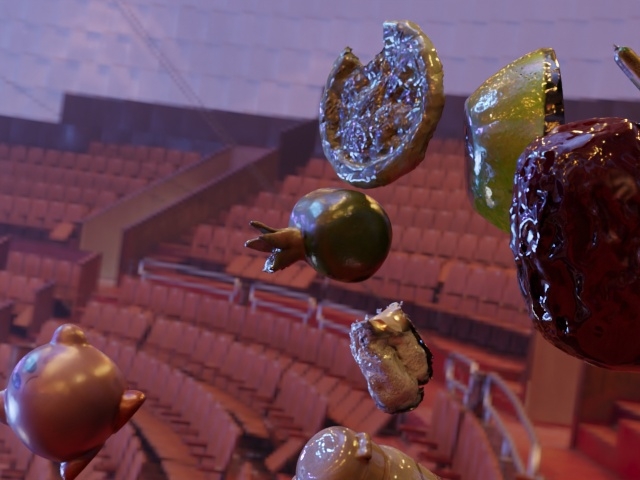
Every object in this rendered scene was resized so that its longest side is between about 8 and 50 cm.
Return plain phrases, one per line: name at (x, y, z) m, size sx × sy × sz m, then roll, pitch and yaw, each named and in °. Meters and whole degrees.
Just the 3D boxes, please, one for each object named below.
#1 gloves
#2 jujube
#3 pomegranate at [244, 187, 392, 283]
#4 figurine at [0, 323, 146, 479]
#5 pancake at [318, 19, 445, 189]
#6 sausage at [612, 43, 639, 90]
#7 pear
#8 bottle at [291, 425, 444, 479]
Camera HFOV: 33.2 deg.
gloves at (0.105, 0.174, 1.551) m, size 0.114 × 0.153 × 0.070 m, roll -22°, pitch -2°, yaw -36°
jujube at (0.399, 0.010, 1.513) m, size 0.258 × 0.377 × 0.258 m, roll -17°, pitch 17°, yaw 5°
pomegranate at (0.000, 0.000, 1.475) m, size 0.191 × 0.131 × 0.152 m, roll -17°, pitch 15°, yaw -24°
figurine at (-0.355, 0.222, 1.500) m, size 0.173 × 0.173 × 0.173 m, roll 7°, pitch -1°, yaw 0°
pancake at (0.080, -0.188, 1.501) m, size 0.037 × 0.254 × 0.253 m, roll 14°, pitch -5°, yaw -39°
sausage at (0.515, -0.185, 1.557) m, size 0.269 × 0.033 × 0.033 m, roll 49°, pitch 2°, yaw 3°
pear at (0.371, -0.184, 2.127) m, size 0.165 × 0.399 × 0.399 m, roll -1°, pitch -2°, yaw 4°
bottle at (0.061, 0.257, 1.037) m, size 0.110 × 0.097 × 0.209 m, roll -37°, pitch -58°, yaw 24°
